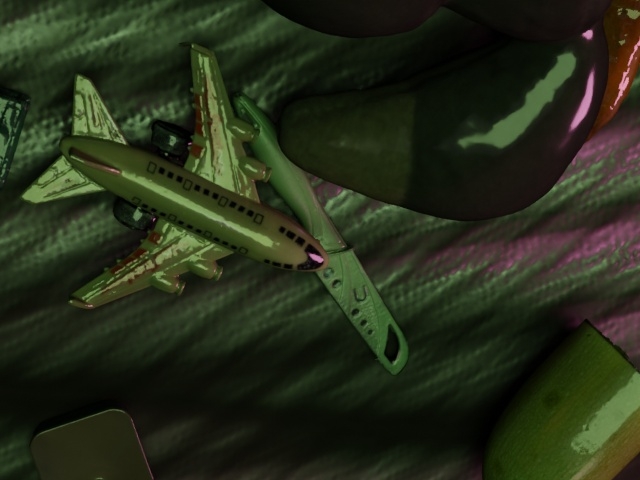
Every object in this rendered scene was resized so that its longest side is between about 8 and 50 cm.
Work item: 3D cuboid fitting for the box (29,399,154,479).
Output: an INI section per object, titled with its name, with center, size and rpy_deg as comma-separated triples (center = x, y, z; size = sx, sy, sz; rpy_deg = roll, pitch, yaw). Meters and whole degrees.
[box]
center = -0.190, 0.201, 1.319
size = 0.091, 0.031, 0.126
rpy_deg = -19, 111, -5

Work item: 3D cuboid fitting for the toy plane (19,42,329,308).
[toy plane]
center = -0.104, -0.034, 1.229
size = 0.244, 0.092, 0.229
rpy_deg = 23, 99, -19

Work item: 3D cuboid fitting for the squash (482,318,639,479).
[squash]
center = 0.213, 0.169, 1.354
size = 0.123, 0.123, 0.187
rpy_deg = 40, 100, -20

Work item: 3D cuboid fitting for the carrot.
[carrot]
center = 0.244, -0.173, 1.270
size = 0.072, 0.072, 0.205
rpy_deg = 9, 109, -15

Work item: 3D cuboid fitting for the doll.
[doll]
center = 0.052, -0.179, 1.137
size = 0.382, 0.252, 0.379
rpy_deg = 1, 107, -6

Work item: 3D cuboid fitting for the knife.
[knife]
center = 0.000, -0.001, 1.300
size = 0.043, 0.020, 0.293
rpy_deg = -34, 112, -2

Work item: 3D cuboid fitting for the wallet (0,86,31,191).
[wallet]
center = -0.299, -0.090, 1.202
size = 0.129, 0.026, 0.088
rpy_deg = 18, 103, -17
